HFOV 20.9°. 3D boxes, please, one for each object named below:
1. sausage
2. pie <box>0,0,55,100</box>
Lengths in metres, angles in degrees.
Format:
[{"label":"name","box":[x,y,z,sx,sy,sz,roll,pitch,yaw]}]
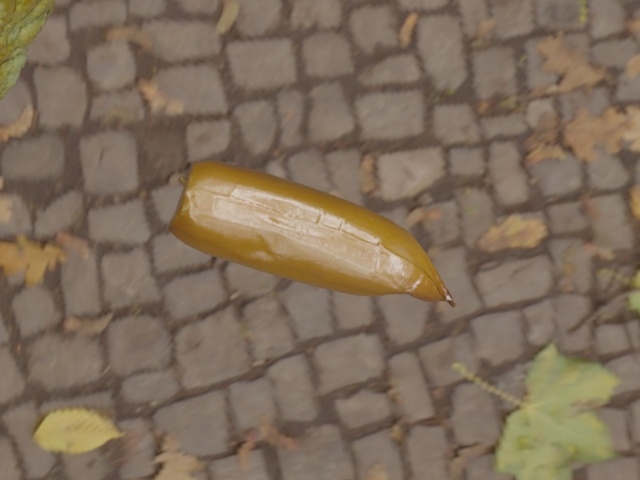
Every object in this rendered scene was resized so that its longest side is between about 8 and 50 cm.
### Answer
[{"label":"sausage","box":[0.002,0.001,1.827,0.328,0.112,0.112,18,78,-10]},{"label":"pie","box":[-0.359,-0.200,1.467,0.180,0.418,0.395,45,48,3]}]
